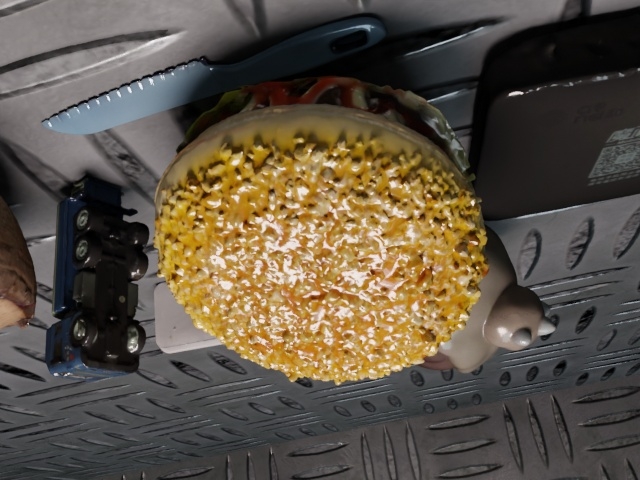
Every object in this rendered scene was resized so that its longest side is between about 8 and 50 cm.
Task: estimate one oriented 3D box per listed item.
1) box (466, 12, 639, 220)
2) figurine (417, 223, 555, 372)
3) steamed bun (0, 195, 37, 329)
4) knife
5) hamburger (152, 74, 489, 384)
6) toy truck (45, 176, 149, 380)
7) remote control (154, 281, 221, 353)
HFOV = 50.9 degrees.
[{"bbox_3d":[0.298,-0.116,0.681,0.290,0.073,0.289,-11,156,3],"label":"box"},{"bbox_3d":[0.072,0.055,0.827,0.380,0.203,0.248,2,-171,-2],"label":"figurine"},{"bbox_3d":[-0.393,0.001,0.560,0.251,0.199,0.301,-22,168,-12],"label":"steamed bun"},{"bbox_3d":[-0.097,-0.135,0.567,0.313,0.019,0.044,-15,147,13],"label":"knife"},{"bbox_3d":[0.000,0.000,0.591,0.302,0.170,0.302,4,123,7],"label":"hamburger"},{"bbox_3d":[-0.225,0.035,0.662,0.088,0.201,0.074,-20,154,31],"label":"toy truck"},{"bbox_3d":[-0.107,0.088,0.938,0.250,0.103,0.034,-11,153,2],"label":"remote control"}]
